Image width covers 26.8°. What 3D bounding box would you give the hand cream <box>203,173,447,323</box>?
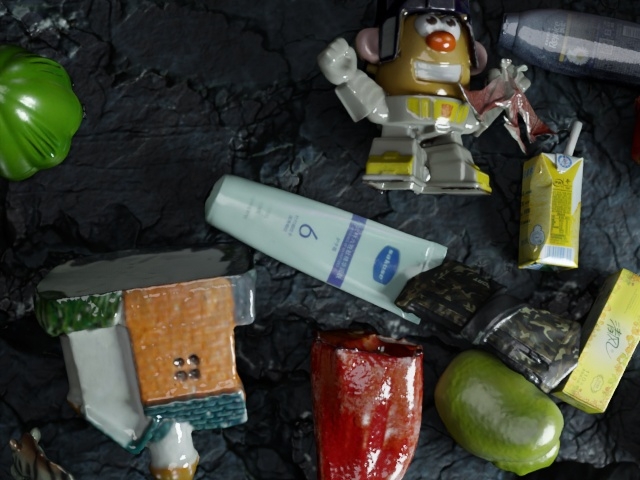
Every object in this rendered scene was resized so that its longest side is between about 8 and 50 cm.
[{"bbox_3d":[0.000,0.000,1.757,0.320,0.067,0.109,22,81,-4],"label":"hand cream"}]

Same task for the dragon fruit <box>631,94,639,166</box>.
[{"bbox_3d":[0.494,-0.118,1.701,0.193,0.192,0.274,-6,89,21],"label":"dragon fruit"}]

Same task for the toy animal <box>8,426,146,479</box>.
[{"bbox_3d":[-0.290,0.351,1.660,0.255,0.090,0.170,16,108,15],"label":"toy animal"}]

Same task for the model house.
[{"bbox_3d":[-0.202,0.168,1.682,0.271,0.190,0.301,-8,98,-5],"label":"model house"}]

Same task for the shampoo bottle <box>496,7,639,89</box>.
[{"bbox_3d":[0.354,-0.259,1.790,0.233,0.049,0.087,11,83,2],"label":"shampoo bottle"}]

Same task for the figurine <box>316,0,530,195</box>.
[{"bbox_3d":[0.130,-0.198,1.731,0.308,0.143,0.308,9,77,-43],"label":"figurine"}]

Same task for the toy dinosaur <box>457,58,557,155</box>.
[{"bbox_3d":[0.244,-0.174,1.718,0.220,0.032,0.108,15,72,-42],"label":"toy dinosaur"}]

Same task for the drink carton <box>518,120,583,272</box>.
[{"bbox_3d":[0.301,-0.062,1.743,0.074,0.084,0.200,6,80,-9],"label":"drink carton"}]

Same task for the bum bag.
[{"bbox_3d":[0.218,0.099,1.701,0.248,0.069,0.102,30,78,21],"label":"bum bag"}]

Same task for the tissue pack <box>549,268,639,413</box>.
[{"bbox_3d":[0.363,0.130,1.706,0.062,0.095,0.176,27,81,3],"label":"tissue pack"}]

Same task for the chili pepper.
[{"bbox_3d":[0.059,0.239,1.694,0.144,0.136,0.253,1,91,-44],"label":"chili pepper"}]

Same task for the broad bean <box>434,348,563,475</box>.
[{"bbox_3d":[0.227,0.220,1.705,0.174,0.082,0.124,30,80,15],"label":"broad bean"}]

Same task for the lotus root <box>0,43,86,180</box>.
[{"bbox_3d":[-0.407,-0.181,1.719,0.186,0.186,0.186,0,81,0],"label":"lotus root"}]
